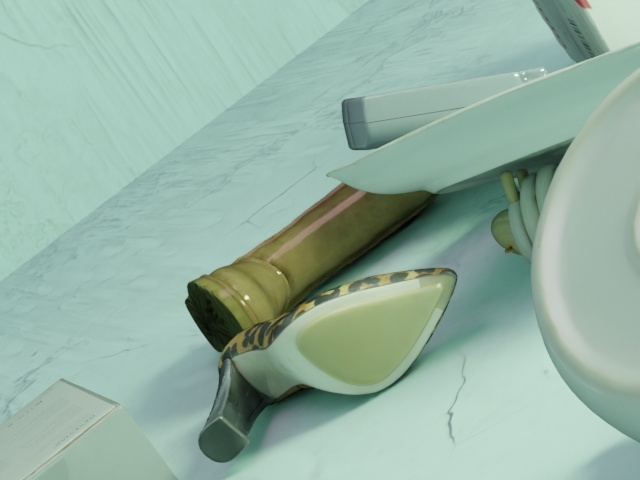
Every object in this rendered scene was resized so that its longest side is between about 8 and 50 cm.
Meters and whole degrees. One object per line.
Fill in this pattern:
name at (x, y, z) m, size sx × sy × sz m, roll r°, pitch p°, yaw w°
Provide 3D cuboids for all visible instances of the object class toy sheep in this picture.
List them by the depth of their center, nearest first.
toy sheep at (0.192, -0.023, 1.474) m, size 0.132 × 0.091 × 0.091 m, roll -19°, pitch 19°, yaw 30°

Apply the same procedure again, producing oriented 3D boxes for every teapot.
teapot at (0.254, 0.016, 1.010) m, size 0.252 × 0.187 × 0.256 m, roll -58°, pitch 35°, yaw 5°

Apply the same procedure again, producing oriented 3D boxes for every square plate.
square plate at (0.236, -0.106, 1.514) m, size 0.344 × 0.049 × 0.347 m, roll -14°, pitch -5°, yaw -45°

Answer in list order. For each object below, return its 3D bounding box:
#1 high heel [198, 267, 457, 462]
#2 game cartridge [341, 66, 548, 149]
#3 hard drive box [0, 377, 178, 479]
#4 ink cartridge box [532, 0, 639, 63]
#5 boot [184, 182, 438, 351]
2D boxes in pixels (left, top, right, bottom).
high heel at (0.012, 0.067, 1.579) m, size 0.261 × 0.093 × 0.186 m, roll -35°, pitch 13°, yaw 20°
game cartridge at (0.121, -0.127, 1.825) m, size 0.198 × 0.062 × 0.297 m, roll -13°, pitch 4°, yaw 6°
hard drive box at (-0.249, 0.219, 1.680) m, size 0.181 × 0.089 × 0.232 m, roll -38°, pitch 13°, yaw -14°
ink cartridge box at (0.273, -0.280, 1.872) m, size 0.131 × 0.226 × 0.306 m, roll -33°, pitch 14°, yaw 4°
boot at (0.000, 0.000, 1.818) m, size 0.269 × 0.089 × 0.236 m, roll -35°, pitch 8°, yaw -10°
